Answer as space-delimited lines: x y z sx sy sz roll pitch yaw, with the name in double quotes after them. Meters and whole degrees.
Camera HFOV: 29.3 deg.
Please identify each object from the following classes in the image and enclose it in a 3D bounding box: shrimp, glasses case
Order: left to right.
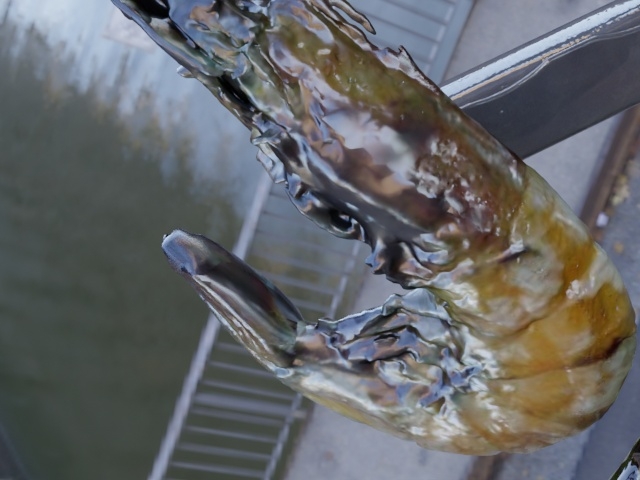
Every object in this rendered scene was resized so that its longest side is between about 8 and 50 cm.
0.000 0.000 0.634 0.233 0.365 0.071 -36 23 41 "shrimp"
0.146 -0.093 0.720 0.190 0.072 0.042 -26 49 -5 "glasses case"

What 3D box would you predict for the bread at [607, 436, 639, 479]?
0.272 0.154 0.528 0.264 0.167 0.163 42 114 36 "bread"
